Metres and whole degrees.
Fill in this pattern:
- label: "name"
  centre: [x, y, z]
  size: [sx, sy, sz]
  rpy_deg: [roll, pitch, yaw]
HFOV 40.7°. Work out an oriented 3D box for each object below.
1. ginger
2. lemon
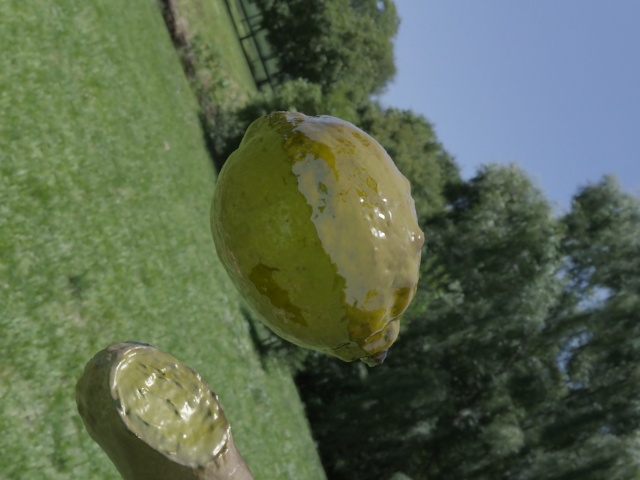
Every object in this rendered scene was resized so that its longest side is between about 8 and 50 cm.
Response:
- label: "ginger"
  centre: [-0.195, 0.245, 1.036]
  size: [0.276, 0.130, 0.221]
  rpy_deg: [43, -39, 13]
- label: "lemon"
  centre: [-0.004, -0.007, 1.125]
  size: [0.285, 0.286, 0.316]
  rpy_deg: [76, 3, -62]
